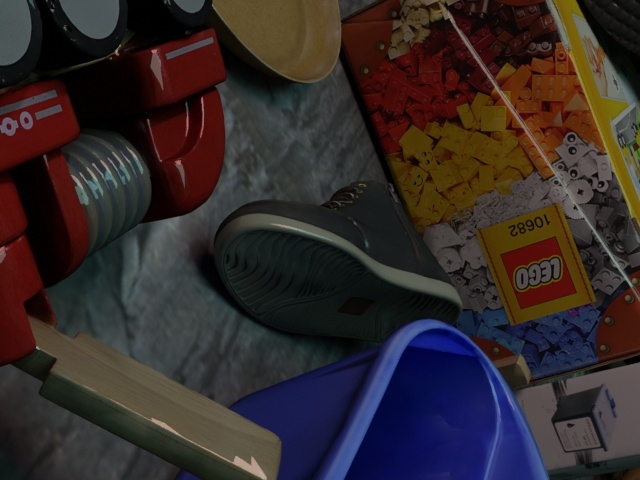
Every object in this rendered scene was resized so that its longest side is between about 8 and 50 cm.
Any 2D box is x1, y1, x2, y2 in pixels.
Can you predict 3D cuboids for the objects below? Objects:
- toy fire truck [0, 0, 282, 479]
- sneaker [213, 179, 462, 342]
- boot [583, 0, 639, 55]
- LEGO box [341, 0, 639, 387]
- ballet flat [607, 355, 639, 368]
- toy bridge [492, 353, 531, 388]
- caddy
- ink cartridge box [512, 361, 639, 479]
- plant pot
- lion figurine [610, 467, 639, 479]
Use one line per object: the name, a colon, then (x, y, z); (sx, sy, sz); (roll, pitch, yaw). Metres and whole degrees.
toy fire truck: (-0.101, -0.014, 0.450); (0.217, 0.158, 0.246); (-43, 121, -60)
sneaker: (0.000, 0.000, 0.691); (0.222, 0.083, 0.118); (23, 33, -45)
boot: (0.336, -0.270, 1.007); (0.338, 0.118, 0.223); (32, 27, -32)
LEGO box: (0.259, -0.104, 1.064); (0.500, 0.193, 0.373); (-24, 93, -62)
ballet flat: (0.423, 0.137, 1.296); (0.280, 0.096, 0.095); (17, 61, -57)
toy bridge: (0.125, 0.155, 0.798); (0.026, 0.063, 0.188); (62, 30, -14)
caddy: (0.044, 0.192, 0.514); (0.241, 0.179, 0.341); (62, 29, -16)
ink cartridge box: (0.254, 0.167, 0.882); (0.139, 0.190, 0.082); (21, 54, -55)
plant pot: (-0.061, -0.228, 0.760); (0.236, 0.032, 0.236); (38, 42, -45)
lion figurine: (0.419, 0.243, 1.006); (0.240, 0.392, 0.142); (-29, 94, -27)
